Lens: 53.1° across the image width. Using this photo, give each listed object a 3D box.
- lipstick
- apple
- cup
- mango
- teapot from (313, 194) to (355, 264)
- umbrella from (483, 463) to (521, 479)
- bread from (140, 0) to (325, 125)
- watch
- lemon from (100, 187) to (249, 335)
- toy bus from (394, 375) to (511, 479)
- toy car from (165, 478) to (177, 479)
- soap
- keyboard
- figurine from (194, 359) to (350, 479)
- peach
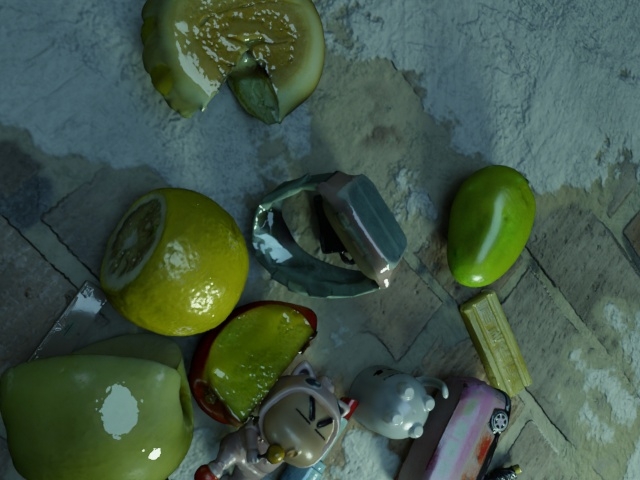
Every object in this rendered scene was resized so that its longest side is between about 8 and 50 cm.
[{"bbox_3d":[-0.014,0.422,1.249,0.061,0.068,0.274,45,72,-29],"label":"lipstick"},{"bbox_3d":[-0.328,0.273,0.975,0.257,0.295,0.234,-11,88,-9],"label":"apple"},{"bbox_3d":[0.166,0.334,1.297,0.173,0.142,0.134,16,82,-25],"label":"cup"},{"bbox_3d":[0.370,-0.030,1.398,0.185,0.149,0.273,12,90,-32],"label":"mango"},{"bbox_3d":[0.055,-0.040,1.287,0.096,0.087,0.177,-14,96,-51],"label":"teapot"},{"bbox_3d":[0.398,0.547,1.464,0.143,0.037,0.040,-13,90,-23],"label":"umbrella"},{"bbox_3d":[-0.154,-0.352,1.142,0.333,0.160,0.333,1,89,-28],"label":"bread"},{"bbox_3d":[0.000,0.000,1.169,0.253,0.241,0.162,58,26,-4],"label":"watch"},{"bbox_3d":[-0.225,0.044,1.066,0.219,0.240,0.240,35,75,-37],"label":"lemon"},{"bbox_3d":[0.284,0.434,1.361,0.147,0.127,0.303,32,76,-19],"label":"toy bus"},{"bbox_3d":[-0.339,0.511,1.048,0.198,0.166,0.314,10,56,-25],"label":"toy car"},{"bbox_3d":[0.402,0.240,1.470,0.092,0.037,0.252,-30,102,-24],"label":"soap"},{"bbox_3d":[-0.427,0.148,1.084,0.055,0.017,0.166,39,73,-25],"label":"keyboard"},{"bbox_3d":[-0.078,0.361,1.141,0.287,0.186,0.176,-34,111,-6],"label":"figurine"},{"bbox_3d":[-0.129,0.193,1.147,0.154,0.158,0.267,46,58,-8],"label":"peach"}]
